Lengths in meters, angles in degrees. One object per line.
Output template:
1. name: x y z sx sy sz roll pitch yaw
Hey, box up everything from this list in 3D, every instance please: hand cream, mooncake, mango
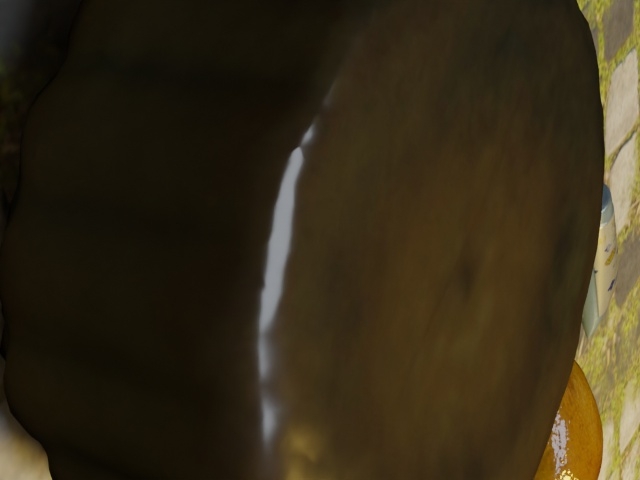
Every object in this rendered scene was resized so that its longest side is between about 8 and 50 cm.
1. hand cream: 0.212 0.005 0.989 0.065 0.043 0.170 -59 146 -29
2. mooncake: 0.000 0.000 0.533 0.290 0.161 0.290 -22 117 -52
3. mango: 0.143 0.122 0.876 0.115 0.089 0.165 -38 119 -44
